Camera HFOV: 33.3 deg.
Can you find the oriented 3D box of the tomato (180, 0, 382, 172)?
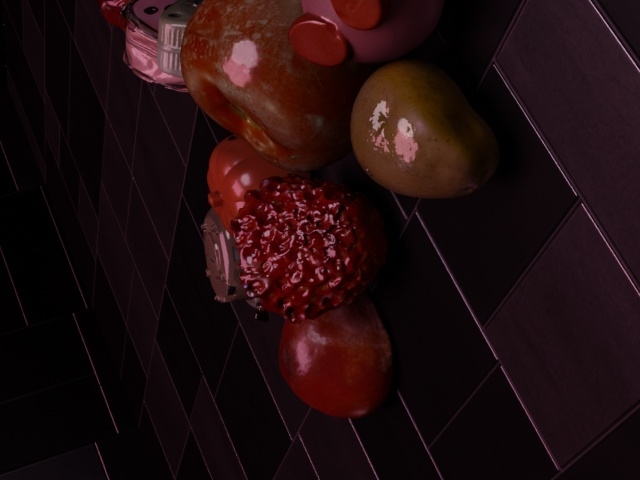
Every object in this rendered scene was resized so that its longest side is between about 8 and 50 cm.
[{"bbox_3d":[-0.037,-0.229,1.384,0.270,0.222,0.270,36,169,8],"label":"tomato"}]

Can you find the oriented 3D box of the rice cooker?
[{"bbox_3d":[-0.142,0.023,1.929,0.145,0.127,0.206,-168,73,-66],"label":"rice cooker"}]

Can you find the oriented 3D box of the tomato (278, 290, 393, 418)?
[{"bbox_3d":[0.005,0.166,1.658,0.233,0.139,0.200,59,143,28],"label":"tomato"}]

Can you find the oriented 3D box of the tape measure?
[{"bbox_3d":[-0.125,-0.317,1.604,0.235,0.207,0.115,-67,-16,-61],"label":"tape measure"}]

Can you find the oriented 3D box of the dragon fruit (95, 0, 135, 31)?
[{"bbox_3d":[-0.344,-0.504,1.990,0.192,0.193,0.274,57,-170,-72],"label":"dragon fruit"}]

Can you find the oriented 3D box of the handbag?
[{"bbox_3d":[-0.246,-0.348,1.856,0.205,0.179,0.116,28,133,20],"label":"handbag"}]

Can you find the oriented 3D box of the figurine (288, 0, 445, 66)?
[{"bbox_3d":[0.061,-0.285,1.201,0.173,0.173,0.173,47,145,48],"label":"figurine"}]

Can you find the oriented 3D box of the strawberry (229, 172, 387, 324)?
[{"bbox_3d":[0.000,0.000,1.509,0.178,0.234,0.234,-19,87,47],"label":"strawberry"}]

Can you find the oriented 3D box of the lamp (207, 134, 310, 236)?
[{"bbox_3d":[-0.106,-0.085,1.724,0.187,0.164,0.187,44,144,46],"label":"lamp"}]

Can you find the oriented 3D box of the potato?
[{"bbox_3d":[0.121,-0.119,1.229,0.194,0.157,0.157,37,140,36],"label":"potato"}]
